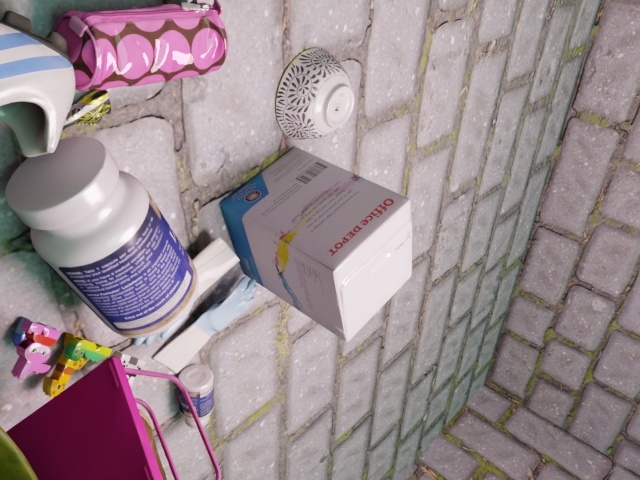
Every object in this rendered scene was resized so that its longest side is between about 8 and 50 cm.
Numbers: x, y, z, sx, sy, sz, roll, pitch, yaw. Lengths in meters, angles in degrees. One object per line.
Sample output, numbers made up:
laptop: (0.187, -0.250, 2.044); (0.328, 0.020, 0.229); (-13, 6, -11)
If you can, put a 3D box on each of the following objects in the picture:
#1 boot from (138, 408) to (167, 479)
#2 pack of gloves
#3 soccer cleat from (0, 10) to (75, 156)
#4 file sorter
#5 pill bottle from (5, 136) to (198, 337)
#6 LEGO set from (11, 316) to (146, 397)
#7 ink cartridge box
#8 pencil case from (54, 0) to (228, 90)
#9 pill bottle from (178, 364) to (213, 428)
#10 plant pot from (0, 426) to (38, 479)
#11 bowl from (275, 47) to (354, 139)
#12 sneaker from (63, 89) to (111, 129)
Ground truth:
boot: (-0.325, 0.411, 1.029); (0.112, 0.115, 0.305); (-36, 139, -31)
pack of gloves: (-0.211, 0.131, 1.003); (0.232, 0.046, 0.195); (-44, 142, -9)
soccer cleat: (-0.368, -0.166, 0.497); (0.331, 0.116, 0.143); (14, 77, -56)
file sorter: (-0.322, 0.343, 0.814); (0.290, 0.202, 0.182); (-35, 152, 7)
pill bottle: (-0.276, 0.003, 0.746); (0.153, 0.153, 0.265); (-46, 145, -22)
LEGO set: (-0.369, 0.182, 0.813); (0.227, 0.087, 0.093); (46, 61, -56)
ink cartridge box: (0.000, 0.000, 1.014); (0.198, 0.270, 0.197); (-41, 143, -27)
pencil case: (-0.215, -0.247, 0.700); (0.209, 0.095, 0.098); (-30, 171, -42)
pill bottle: (-0.242, 0.307, 1.104); (0.067, 0.067, 0.120); (-26, 134, -42)
plant pot: (-0.523, 0.354, 0.526); (0.353, 0.366, 0.366); (-41, 145, -3)
bowl: (0.008, -0.249, 1.012); (0.170, 0.080, 0.170); (-35, 140, -36)
sneaker: (-0.296, -0.156, 0.711); (0.083, 0.031, 0.035); (-43, 144, -26)
